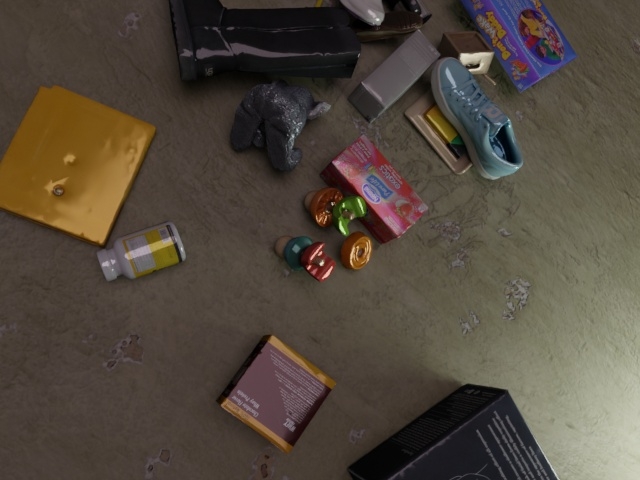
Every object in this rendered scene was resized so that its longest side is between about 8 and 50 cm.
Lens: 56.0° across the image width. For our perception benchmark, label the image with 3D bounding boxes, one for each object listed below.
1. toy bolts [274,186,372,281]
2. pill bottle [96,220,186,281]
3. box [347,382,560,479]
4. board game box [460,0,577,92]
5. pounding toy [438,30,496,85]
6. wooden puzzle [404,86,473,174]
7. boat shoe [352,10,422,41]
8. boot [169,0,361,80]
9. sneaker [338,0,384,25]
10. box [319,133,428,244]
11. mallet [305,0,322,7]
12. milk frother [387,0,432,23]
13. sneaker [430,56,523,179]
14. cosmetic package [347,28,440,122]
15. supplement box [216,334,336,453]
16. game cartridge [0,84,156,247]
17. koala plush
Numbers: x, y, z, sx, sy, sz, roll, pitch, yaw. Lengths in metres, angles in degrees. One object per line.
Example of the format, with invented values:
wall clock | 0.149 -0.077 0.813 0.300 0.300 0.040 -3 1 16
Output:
toy bolts | 0.000 0.000 1.519 0.228 0.158 0.218 -46 135 -24
pill bottle | -0.415 0.029 1.399 0.184 0.103 0.103 -20 86 -16
box | 0.321 0.577 1.436 0.395 0.212 0.293 -29 89 -18
board game box | 0.565 -0.623 1.734 0.233 0.078 0.347 -32 90 -35
pounding toy | 0.422 -0.512 1.701 0.141 0.100 0.130 -8 51 -15
wooden puzzle | 0.385 -0.338 1.693 0.221 0.044 0.238 -43 93 -16
boat shoe | 0.184 -0.578 1.646 0.190 0.072 0.068 2 67 13
boot | -0.149 -0.570 1.524 0.445 0.146 0.367 -8 72 -13
sneaker | 0.110 -0.701 1.586 0.114 0.152 0.305 5 56 -38
box | 0.135 -0.127 1.551 0.122 0.128 0.257 -42 93 -17
mallet | -0.005 -0.675 1.660 0.062 0.039 0.189 17 73 -12
milk frother | 0.211 -0.644 1.685 0.143 0.129 0.134 -33 89 26
sneaker | 0.435 -0.337 1.602 0.135 0.150 0.366 -39 103 -19
cosmetic package | 0.197 -0.439 1.621 0.238 0.127 0.107 -43 94 -19
supplement box | -0.107 0.354 1.408 0.191 0.129 0.194 38 74 -6
game cartridge | -0.583 -0.180 1.425 0.285 0.053 0.323 22 74 -10
koala plush | -0.086 -0.323 1.510 0.196 0.203 0.221 29 44 15
